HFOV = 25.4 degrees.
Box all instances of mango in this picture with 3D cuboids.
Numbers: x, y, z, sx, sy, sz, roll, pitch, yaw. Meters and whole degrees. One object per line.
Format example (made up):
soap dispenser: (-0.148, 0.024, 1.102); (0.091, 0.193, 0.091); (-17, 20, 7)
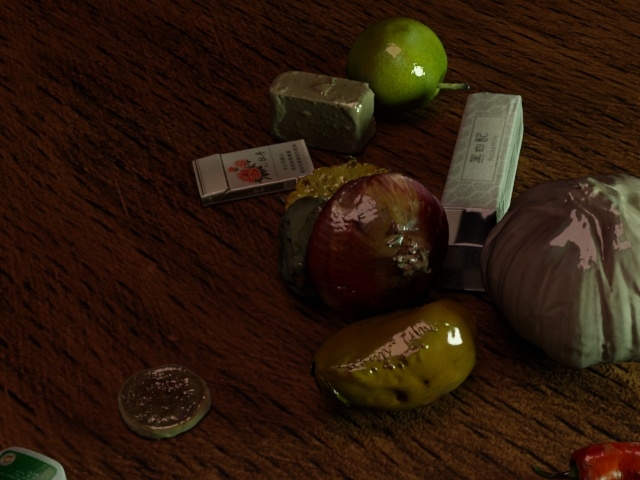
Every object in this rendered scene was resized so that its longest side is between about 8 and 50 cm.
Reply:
mango: (0.105, 0.160, 1.948); (0.249, 0.156, 0.151); (-11, 60, -19)

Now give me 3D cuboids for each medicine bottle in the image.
medicine bottle: (-0.416, 0.359, 1.848); (0.119, 0.069, 0.183); (17, 46, 22)

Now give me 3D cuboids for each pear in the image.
pear: (0.155, -0.296, 2.500); (0.216, 0.166, 0.180); (28, 33, 6)

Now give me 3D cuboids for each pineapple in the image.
pineapple: (0.046, -0.075, 2.297); (0.233, 0.079, 0.135); (-5, 38, 3)

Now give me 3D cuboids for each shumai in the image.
shumai: (-0.004, -0.004, 2.142); (0.184, 0.142, 0.184); (-5, 64, 11)

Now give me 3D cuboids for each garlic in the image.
garlic: (0.375, 0.034, 1.982); (0.317, 0.259, 0.317); (0, 38, 0)

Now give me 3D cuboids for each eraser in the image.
eraser: (0.253, -0.085, 2.264); (0.096, 0.098, 0.404); (4, 40, 14)

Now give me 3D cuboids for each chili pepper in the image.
chili pepper: (0.405, 0.293, 1.819); (0.272, 0.071, 0.063); (0, 1, 0)

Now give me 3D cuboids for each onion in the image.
onion: (0.100, 0.018, 2.000); (0.230, 0.230, 0.163); (-36, 34, -30)

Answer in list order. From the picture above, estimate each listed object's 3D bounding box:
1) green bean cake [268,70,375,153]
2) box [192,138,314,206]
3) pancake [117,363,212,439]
green bean cake: (0.002, -0.222, 2.455); (0.179, 0.109, 0.085); (12, 43, 21)
box: (-0.112, -0.116, 2.406); (0.198, 0.029, 0.109); (-11, 40, -6)
pancake: (-0.221, 0.225, 2.016); (0.139, 0.022, 0.139); (-3, 40, 3)
